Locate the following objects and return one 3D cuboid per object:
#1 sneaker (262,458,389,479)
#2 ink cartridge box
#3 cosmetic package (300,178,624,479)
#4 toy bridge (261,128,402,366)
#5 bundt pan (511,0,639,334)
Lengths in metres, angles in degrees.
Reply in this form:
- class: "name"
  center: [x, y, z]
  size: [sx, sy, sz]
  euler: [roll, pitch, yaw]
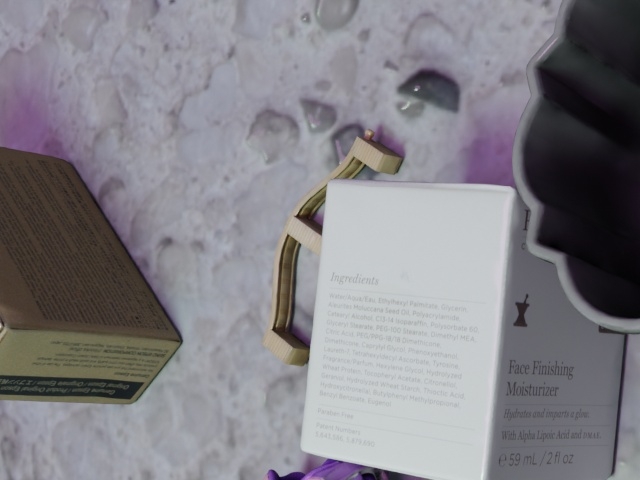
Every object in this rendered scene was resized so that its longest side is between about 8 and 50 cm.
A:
- class: "sneaker"
  center: [0.034, 0.201, 1.100]
  size: [0.236, 0.095, 0.104]
  euler: [-9, 71, 41]
- class: "ink cartridge box"
  center: [-0.254, 0.024, 1.297]
  size: [0.088, 0.193, 0.235]
  euler: [-51, 55, 24]
- class: "cosmetic package"
  center: [0.097, 0.058, 1.018]
  size: [0.151, 0.151, 0.184]
  euler: [5, 89, 41]
- class: "toy bridge"
  center: [0.000, 0.000, 1.192]
  size: [0.063, 0.026, 0.188]
  euler: [36, 107, 39]
- class: "bundt pan"
  center: [0.275, -0.070, 0.866]
  size: [0.331, 0.124, 0.331]
  euler: [-24, 52, 35]
